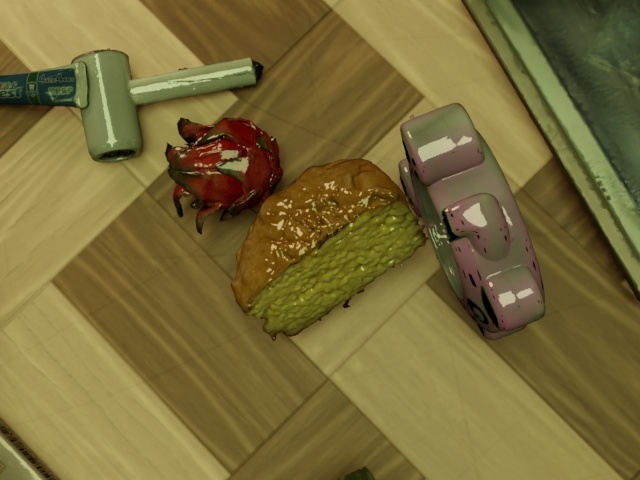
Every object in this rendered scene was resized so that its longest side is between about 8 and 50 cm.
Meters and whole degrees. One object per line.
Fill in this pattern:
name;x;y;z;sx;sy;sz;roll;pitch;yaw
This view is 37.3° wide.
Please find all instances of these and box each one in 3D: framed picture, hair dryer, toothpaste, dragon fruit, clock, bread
framed picture;0.411;-0.196;1.128;0.326;0.028;0.446;-29;80;3
hair dryer;-0.185;-0.183;1.198;0.237;0.073;0.131;-12;83;-7
toothpaste;-0.371;-0.192;1.193;0.197;0.035;0.057;2;96;27
dragon fruit;-0.116;-0.089;1.149;0.142;0.130;0.121;-17;125;-9
clock;0.167;-0.014;1.056;0.090;0.227;0.247;-22;79;0
bread;0.000;0.000;1.103;0.229;0.143;0.139;-35;45;9

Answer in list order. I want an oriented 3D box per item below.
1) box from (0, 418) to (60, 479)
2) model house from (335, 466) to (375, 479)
box;-0.344;0.403;1.126;0.365;0.051;0.204;43;87;8
model house;0.014;0.389;1.040;0.189;0.195;0.214;-32;79;7
